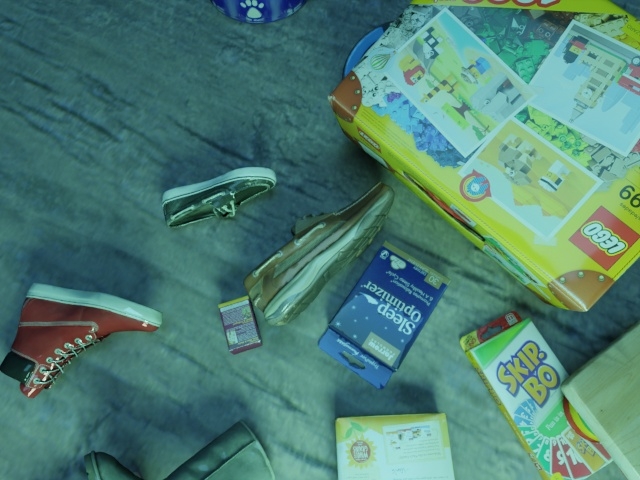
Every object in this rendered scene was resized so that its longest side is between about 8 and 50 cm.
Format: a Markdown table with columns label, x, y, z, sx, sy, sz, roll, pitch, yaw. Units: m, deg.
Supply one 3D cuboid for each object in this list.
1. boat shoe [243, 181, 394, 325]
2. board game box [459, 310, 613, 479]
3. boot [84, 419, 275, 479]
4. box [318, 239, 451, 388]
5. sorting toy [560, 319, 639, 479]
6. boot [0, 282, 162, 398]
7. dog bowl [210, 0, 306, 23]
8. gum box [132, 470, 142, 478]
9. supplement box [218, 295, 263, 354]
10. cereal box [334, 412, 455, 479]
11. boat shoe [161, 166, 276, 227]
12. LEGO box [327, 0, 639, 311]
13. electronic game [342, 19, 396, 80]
| label | x | y | z | sx | sy | sz | roll | pitch | yaw |
| --- | --- | --- | --- | --- | --- | --- | --- | --- | --- |
| boat shoe | 0.000 | 0.000 | 0.773 | 0.116 | 0.123 | 0.324 | 41 | 72 | 17 |
| board game box | 0.347 | 0.247 | 0.717 | 0.124 | 0.039 | 0.259 | -25 | 67 | -11 |
| boot | -0.192 | 0.323 | 0.626 | 0.209 | 0.076 | 0.189 | -31 | 85 | -28 |
| box | 0.110 | 0.124 | 0.766 | 0.136 | 0.036 | 0.225 | 32 | 73 | 12 |
| sorting toy | 0.506 | 0.267 | 0.659 | 0.257 | 0.089 | 0.255 | -25 | 71 | -22 |
| boot | -0.387 | 0.172 | 0.721 | 0.245 | 0.088 | 0.176 | 5 | 68 | 11 |
| dog bowl | -0.148 | -0.646 | 1.043 | 0.265 | 0.104 | 0.264 | 0 | 68 | 1 |
| gum box | -0.325 | 0.435 | 0.623 | 0.188 | 0.062 | 0.107 | -34 | 71 | -13 |
| supplement box | -0.135 | 0.143 | 0.753 | 0.055 | 0.043 | 0.083 | -16 | 68 | -7 |
| cereal box | 0.112 | 0.384 | 0.652 | 0.173 | 0.047 | 0.240 | -2 | 68 | 0 |
| boat shoe | -0.184 | -0.074 | 0.829 | 0.220 | 0.077 | 0.070 | -16 | 68 | 2 |
| LEGO box | 0.327 | -0.193 | 0.739 | 0.500 | 0.193 | 0.372 | 42 | 94 | 12 |
| electronic game | 0.155 | -0.352 | 0.918 | 0.230 | 0.048 | 0.229 | -4 | 77 | 19 |
